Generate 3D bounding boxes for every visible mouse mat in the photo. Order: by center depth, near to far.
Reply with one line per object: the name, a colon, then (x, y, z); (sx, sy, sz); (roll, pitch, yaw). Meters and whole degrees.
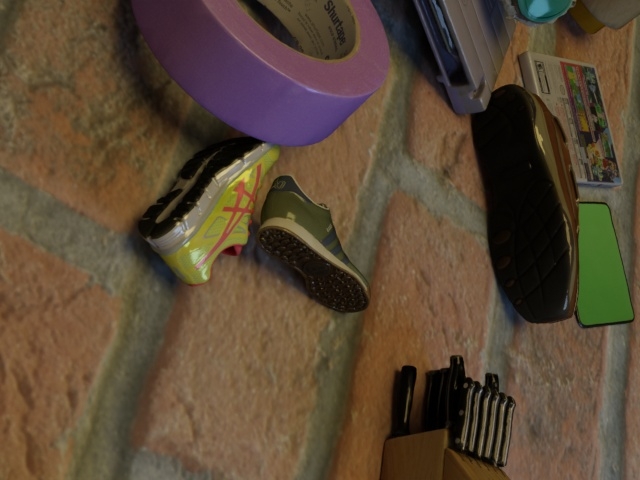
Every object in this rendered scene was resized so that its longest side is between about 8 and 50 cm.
mouse mat: (0.405, 0.033, 1.575); (0.152, 0.007, 0.190); (-1, 75, -43)

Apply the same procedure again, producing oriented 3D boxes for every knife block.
knife block: (0.117, 0.270, 1.183); (0.088, 0.242, 0.276); (27, 103, -33)

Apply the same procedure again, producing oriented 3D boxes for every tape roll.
tape roll: (-0.059, -0.234, 1.119); (0.275, 0.090, 0.275); (26, 43, -27)

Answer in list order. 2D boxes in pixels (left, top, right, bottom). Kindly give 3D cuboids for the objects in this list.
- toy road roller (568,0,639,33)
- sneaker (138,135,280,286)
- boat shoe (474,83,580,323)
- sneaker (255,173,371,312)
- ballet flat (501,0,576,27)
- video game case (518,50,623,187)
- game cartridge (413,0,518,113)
toy road roller: (0.488, -0.504, 1.713); (0.240, 0.202, 0.329); (50, 42, -2)
sneaker: (-0.101, -0.033, 1.083); (0.208, 0.081, 0.094); (-50, 125, -39)
boat shoe: (0.300, -0.052, 1.428); (0.120, 0.122, 0.324); (7, 71, -45)
sneaker: (0.000, 0.000, 1.145); (0.192, 0.064, 0.086); (43, 42, -46)
ballet flat: (0.260, -0.470, 1.330); (0.147, 0.147, 0.409); (-42, 141, -43)
video game case: (0.381, -0.181, 1.616); (0.183, 0.023, 0.201); (0, 75, -43)
game cartridge: (0.170, -0.371, 1.384); (0.355, 0.068, 0.230); (61, 37, -40)
